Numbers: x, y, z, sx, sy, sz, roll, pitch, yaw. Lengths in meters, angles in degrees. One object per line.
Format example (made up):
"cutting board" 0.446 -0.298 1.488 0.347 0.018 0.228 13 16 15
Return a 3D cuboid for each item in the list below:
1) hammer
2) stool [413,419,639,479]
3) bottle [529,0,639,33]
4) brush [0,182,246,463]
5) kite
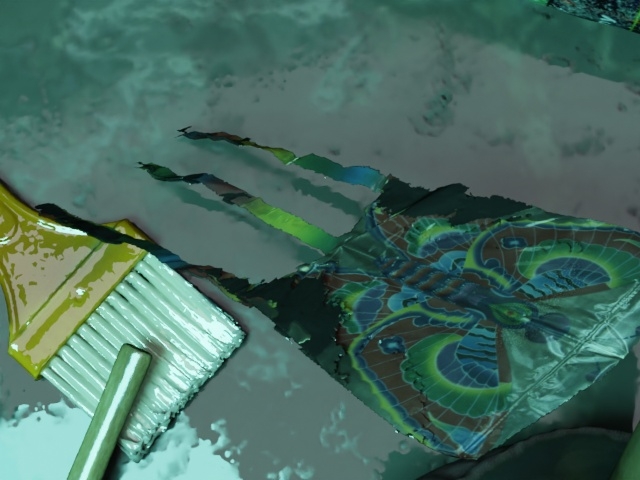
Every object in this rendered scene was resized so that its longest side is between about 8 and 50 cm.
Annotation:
"hammer" -0.119 0.135 0.609 0.062 0.017 0.182 24 94 4
"stool" 0.123 0.178 0.472 0.272 0.178 0.272 5 57 -8
"bottle" 0.184 -0.134 0.590 0.330 0.093 0.093 16 85 5
"brush" -0.180 -0.023 0.644 0.314 0.017 0.090 41 85 8
"kite" 0.000 0.000 0.534 0.285 0.015 0.152 19 40 38
